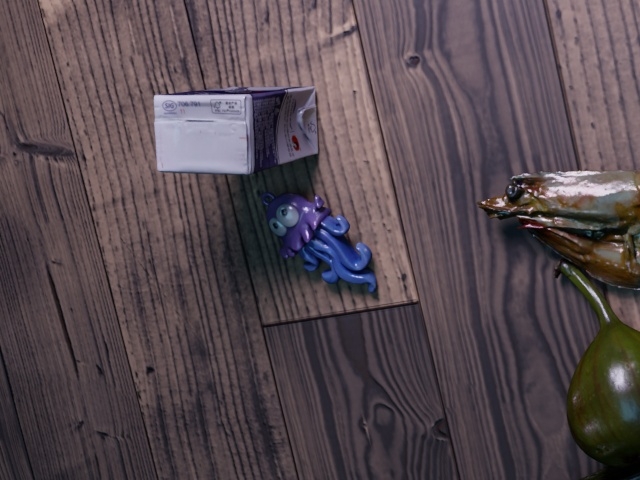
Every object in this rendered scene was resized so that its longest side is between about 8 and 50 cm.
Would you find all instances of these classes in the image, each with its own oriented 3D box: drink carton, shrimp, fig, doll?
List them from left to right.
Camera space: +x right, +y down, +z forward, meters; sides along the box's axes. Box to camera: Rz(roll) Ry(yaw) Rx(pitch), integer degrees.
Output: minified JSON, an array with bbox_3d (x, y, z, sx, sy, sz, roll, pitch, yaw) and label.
[{"bbox_3d":[-0.104,-0.148,1.348,0.134,0.222,0.102,1,101,23],"label":"drink carton"},{"bbox_3d":[0.000,0.000,1.421,0.206,0.067,0.110,37,121,2],"label":"doll"},{"bbox_3d":[0.338,-0.021,1.270,0.294,0.062,0.154,11,110,20],"label":"shrimp"},{"bbox_3d":[0.370,0.144,1.275,0.151,0.151,0.259,-18,65,25],"label":"fig"}]

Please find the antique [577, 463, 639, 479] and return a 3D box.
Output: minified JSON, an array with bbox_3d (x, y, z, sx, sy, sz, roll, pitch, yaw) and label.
[{"bbox_3d":[0.359,0.351,1.318,0.221,0.080,0.081,-34,87,25],"label":"antique"}]
